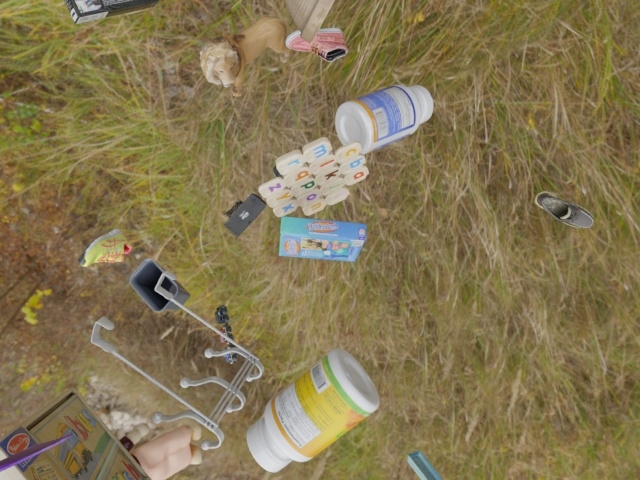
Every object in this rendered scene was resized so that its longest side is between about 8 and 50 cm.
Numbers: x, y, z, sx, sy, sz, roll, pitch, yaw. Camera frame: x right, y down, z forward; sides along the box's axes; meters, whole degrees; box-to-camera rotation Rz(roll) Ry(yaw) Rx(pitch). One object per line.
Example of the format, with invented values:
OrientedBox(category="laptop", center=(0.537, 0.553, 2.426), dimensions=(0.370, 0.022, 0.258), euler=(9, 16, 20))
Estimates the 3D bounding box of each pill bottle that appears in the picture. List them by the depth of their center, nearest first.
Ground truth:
OrientedBox(category="pill bottle", center=(-0.020, 0.333, 0.922), dimensions=(0.245, 0.136, 0.136), euler=(-41, 113, 10))
OrientedBox(category="pill bottle", center=(0.189, -0.356, 1.366), dimensions=(0.152, 0.271, 0.153), euler=(39, 143, 37))

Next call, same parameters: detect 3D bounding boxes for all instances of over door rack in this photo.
OrientedBox(category="over door rack", center=(-0.289, 0.244, 0.995), dimensions=(0.324, 0.239, 0.108), euler=(46, 115, -5))

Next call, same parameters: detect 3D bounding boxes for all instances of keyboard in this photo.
OrientedBox(category="keyboard", center=(-0.290, -0.109, 1.805), dimensions=(0.100, 0.038, 0.192), euler=(41, 114, -12))

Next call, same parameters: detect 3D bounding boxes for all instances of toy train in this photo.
OrientedBox(category="toy train", center=(-0.241, 0.243, 1.218), dimensions=(0.036, 0.027, 0.159), euler=(-14, 102, -17))

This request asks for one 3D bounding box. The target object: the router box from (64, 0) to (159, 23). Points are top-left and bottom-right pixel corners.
OrientedBox(category="router box", center=(-0.443, -0.536, 0.980), dimensions=(0.046, 0.178, 0.133), euler=(6, 121, 53))

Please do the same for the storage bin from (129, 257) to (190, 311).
OrientedBox(category="storage bin", center=(-0.395, 0.115, 1.214), dimensions=(0.135, 0.098, 0.091), euler=(40, 178, 21))

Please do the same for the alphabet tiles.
OrientedBox(category="alphabet tiles", center=(-0.014, -0.157, 1.239), dimensions=(0.277, 0.021, 0.284), euler=(-25, 153, 4))

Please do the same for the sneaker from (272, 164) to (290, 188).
OrientedBox(category="sneaker", center=(-0.113, -0.224, 1.827), dimensions=(0.072, 0.077, 0.178), euler=(-42, 88, -7))

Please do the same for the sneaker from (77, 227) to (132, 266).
OrientedBox(category="sneaker", center=(-0.640, 0.033, 1.444), dimensions=(0.081, 0.208, 0.094), euler=(-41, 99, 24))

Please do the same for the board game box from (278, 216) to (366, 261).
OrientedBox(category="board game box", center=(0.000, 0.000, 1.225), dimensions=(0.210, 0.047, 0.160), euler=(5, 157, -5))

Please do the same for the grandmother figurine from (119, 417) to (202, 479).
OrientedBox(category="grandmother figurine", center=(-0.418, 0.517, 1.057), dimensions=(0.103, 0.342, 0.208), euler=(-12, 83, 33))

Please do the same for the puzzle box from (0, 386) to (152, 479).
OrientedBox(category="puzzle box", center=(-0.354, 0.367, 0.721), dimensions=(0.272, 0.052, 0.409), euler=(52, 163, -5))

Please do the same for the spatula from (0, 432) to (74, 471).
OrientedBox(category="spatula", center=(-0.291, 0.215, 0.317), dimensions=(0.084, 0.296, 0.030), euler=(-23, 99, 19))

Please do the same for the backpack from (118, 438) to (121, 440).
OrientedBox(category="backpack", center=(-0.649, 0.689, 1.487), dimensions=(0.101, 0.098, 0.120), euler=(0, 123, -30))

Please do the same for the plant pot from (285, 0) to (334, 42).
OrientedBox(category="plant pot", center=(-0.011, -0.581, 1.072), dimensions=(0.109, 0.238, 0.237), euler=(27, 130, -14))

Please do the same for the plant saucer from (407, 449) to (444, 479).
OrientedBox(category="plant saucer", center=(0.260, 0.541, 1.026), dimensions=(0.018, 0.192, 0.067), euler=(-53, 144, 13))

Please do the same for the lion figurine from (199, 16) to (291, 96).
OrientedBox(category="lion figurine", center=(-0.212, -0.581, 1.438), dimensions=(0.142, 0.392, 0.240), euler=(37, 157, 3))

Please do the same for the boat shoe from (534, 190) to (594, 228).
OrientedBox(category="boat shoe", center=(0.589, -0.066, 1.151), dimensions=(0.152, 0.049, 0.056), euler=(25, 117, 2))

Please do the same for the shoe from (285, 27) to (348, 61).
OrientedBox(category="shoe", center=(-0.009, -0.571, 1.402), dimensions=(0.177, 0.081, 0.063), euler=(-12, 158, -14))
